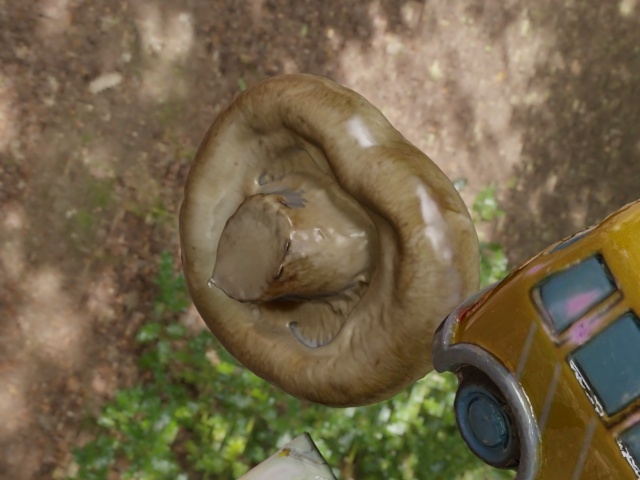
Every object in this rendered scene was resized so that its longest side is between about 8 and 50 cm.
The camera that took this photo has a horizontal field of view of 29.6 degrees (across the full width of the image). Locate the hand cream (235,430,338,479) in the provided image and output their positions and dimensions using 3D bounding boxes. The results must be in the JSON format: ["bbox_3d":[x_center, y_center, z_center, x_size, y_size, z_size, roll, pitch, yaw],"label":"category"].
[{"bbox_3d":[-0.056,0.212,0.970,0.143,0.061,0.039,-32,141,-8],"label":"hand cream"}]

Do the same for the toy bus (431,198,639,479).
[{"bbox_3d":[0.151,0.078,0.453,0.126,0.209,0.136,-16,158,-33],"label":"toy bus"}]

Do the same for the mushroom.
[{"bbox_3d":[0.000,0.000,0.957,0.146,0.278,0.278,-11,118,-48],"label":"mushroom"}]
